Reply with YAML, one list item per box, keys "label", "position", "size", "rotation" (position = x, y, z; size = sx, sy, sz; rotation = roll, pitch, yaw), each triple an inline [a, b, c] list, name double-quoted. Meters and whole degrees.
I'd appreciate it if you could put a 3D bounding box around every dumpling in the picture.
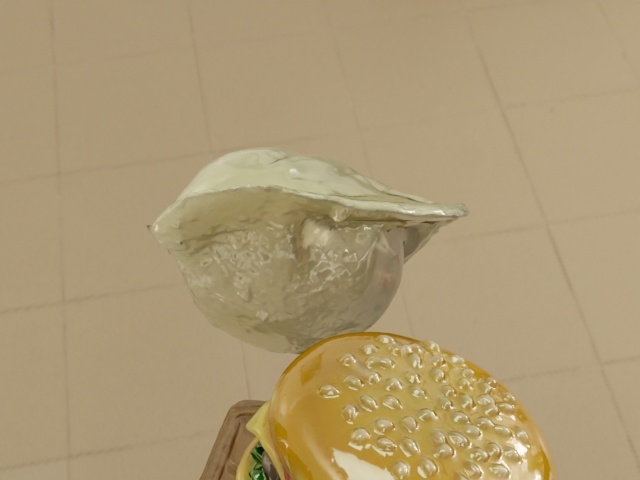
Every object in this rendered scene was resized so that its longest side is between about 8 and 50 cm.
- label: "dumpling"
  position: [0.001, 0.005, 0.772]
  size: [0.227, 0.175, 0.243]
  rotation: [-9, 17, 19]

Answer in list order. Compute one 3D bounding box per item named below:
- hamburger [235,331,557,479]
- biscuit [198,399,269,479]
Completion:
- label: "hamburger"
  position: [0.039, 0.121, 0.504]
  size: [0.162, 0.115, 0.162]
  rotation: [15, 33, -10]
- label: "biscuit"
  position: [0.001, 0.229, 0.797]
  size: [0.215, 0.182, 0.034]
  rotation: [28, 22, 10]
